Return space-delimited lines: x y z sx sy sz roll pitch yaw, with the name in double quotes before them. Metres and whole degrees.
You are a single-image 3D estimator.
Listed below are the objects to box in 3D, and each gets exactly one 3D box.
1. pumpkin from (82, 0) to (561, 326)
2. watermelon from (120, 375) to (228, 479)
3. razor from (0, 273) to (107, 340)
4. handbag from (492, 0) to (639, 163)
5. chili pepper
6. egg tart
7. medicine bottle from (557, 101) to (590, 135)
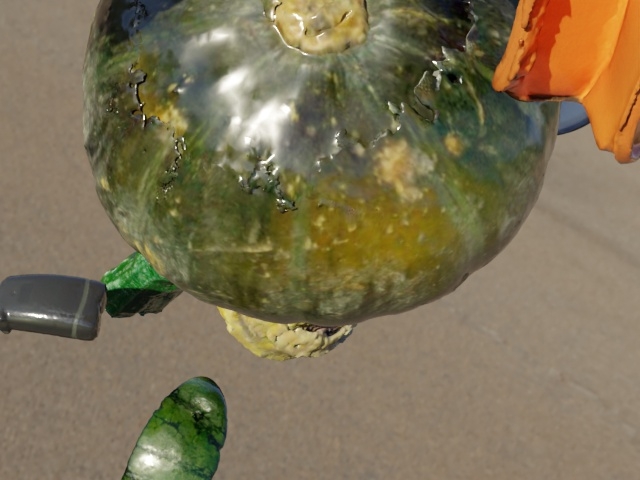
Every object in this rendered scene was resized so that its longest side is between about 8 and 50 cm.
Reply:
"pumpkin" -0.001 -0.139 1.097 0.454 0.454 0.344 29 -18 17
"watermelon" -0.132 0.217 1.104 0.075 0.181 0.092 24 -8 16
"razor" -0.370 0.088 1.621 0.148 0.054 0.090 6 54 2
"handbag" 0.247 -0.262 0.702 0.116 0.410 0.303 33 61 15
"chili pepper" -0.234 0.031 1.827 0.136 0.270 0.099 17 50 -28
"egg tart" 0.000 0.000 1.606 0.150 0.351 0.352 10 12 44
"medicine bottle" 0.223 -0.260 1.408 0.190 0.190 0.332 14 19 -16
